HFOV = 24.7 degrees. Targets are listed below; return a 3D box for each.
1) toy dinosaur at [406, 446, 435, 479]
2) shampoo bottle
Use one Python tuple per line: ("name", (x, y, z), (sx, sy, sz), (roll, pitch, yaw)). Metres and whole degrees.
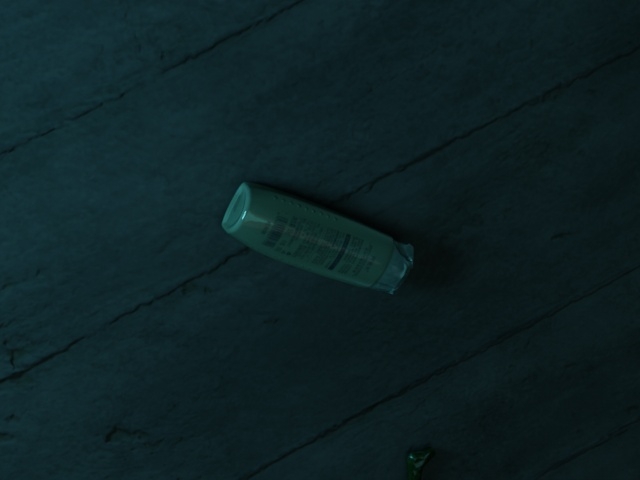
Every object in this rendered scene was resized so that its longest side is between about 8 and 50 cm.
("toy dinosaur", (0.141, 0.488, 1.840), (0.301, 0.087, 0.447), (21, 100, -31))
("shampoo bottle", (0.000, 0.000, 1.546), (0.212, 0.049, 0.072), (22, 103, -29))
